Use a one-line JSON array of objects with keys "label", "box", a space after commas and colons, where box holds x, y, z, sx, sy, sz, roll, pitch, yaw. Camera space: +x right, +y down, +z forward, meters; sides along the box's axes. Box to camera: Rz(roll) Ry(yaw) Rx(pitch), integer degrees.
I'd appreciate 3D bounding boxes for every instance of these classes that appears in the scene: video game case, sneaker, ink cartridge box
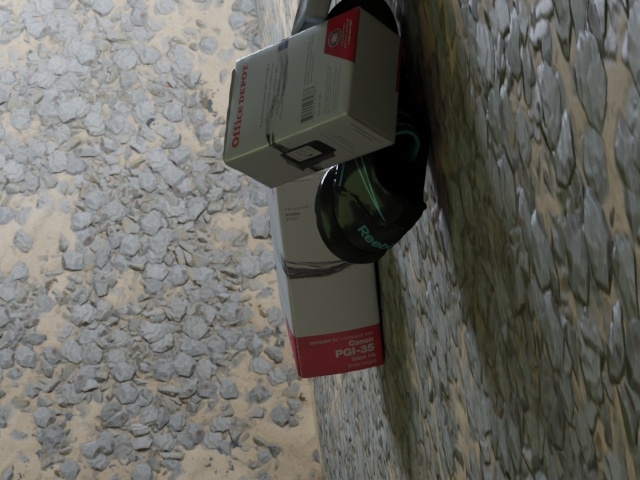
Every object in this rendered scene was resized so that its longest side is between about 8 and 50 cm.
[{"label": "video game case", "box": [0.016, -0.296, 1.366, 0.193, 0.023, 0.212, -161, 86, -85]}, {"label": "sneaker", "box": [0.058, -0.113, 1.347, 0.106, 0.101, 0.267, -30, 55, 51]}, {"label": "ink cartridge box", "box": [0.000, 0.000, 1.907, 0.207, 0.117, 0.283, -106, 9, -62]}, {"label": "ink cartridge box", "box": [-0.008, -0.121, 1.294, 0.063, 0.150, 0.109, 28, -123, -40]}]
